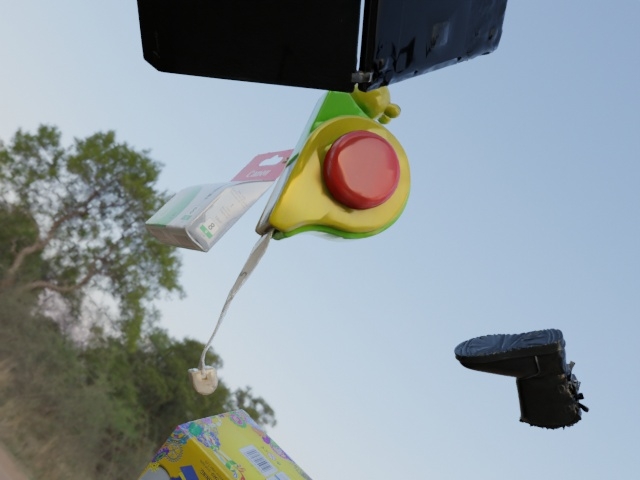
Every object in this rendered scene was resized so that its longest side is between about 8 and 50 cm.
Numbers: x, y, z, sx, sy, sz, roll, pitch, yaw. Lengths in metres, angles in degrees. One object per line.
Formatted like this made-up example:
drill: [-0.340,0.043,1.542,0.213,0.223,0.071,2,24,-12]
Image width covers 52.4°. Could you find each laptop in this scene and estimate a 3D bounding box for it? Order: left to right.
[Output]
laptop: [0.018,-0.237,0.446,0.136,0.264,0.234,33,-46,36]

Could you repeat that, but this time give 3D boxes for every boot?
boot: [0.208,0.147,0.675,0.121,0.045,0.099,-12,-73,24]

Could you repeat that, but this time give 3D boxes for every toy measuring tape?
toy measuring tape: [0.000,0.000,0.590,0.121,0.330,0.121,23,-13,6]

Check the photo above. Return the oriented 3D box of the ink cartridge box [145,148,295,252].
ink cartridge box: [-0.145,-0.080,0.980,0.056,0.225,0.181,50,-22,-24]

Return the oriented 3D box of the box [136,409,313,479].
box: [-0.116,0.420,0.804,0.290,0.279,0.177,38,6,20]
